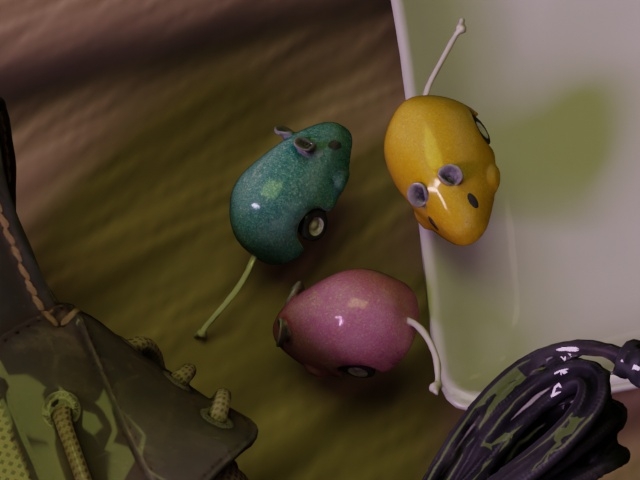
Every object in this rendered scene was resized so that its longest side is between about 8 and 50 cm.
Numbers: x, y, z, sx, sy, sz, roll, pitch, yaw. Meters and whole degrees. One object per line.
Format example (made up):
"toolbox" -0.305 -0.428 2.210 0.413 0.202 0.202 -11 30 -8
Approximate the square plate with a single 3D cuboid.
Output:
"square plate" 0.200 -0.093 0.696 0.344 0.049 0.347 -9 53 5

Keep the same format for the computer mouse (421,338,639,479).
"computer mouse" 0.095 0.132 0.415 0.184 0.060 0.262 -46 40 -11

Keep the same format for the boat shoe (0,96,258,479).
"boat shoe" -0.084 0.100 0.575 0.130 0.132 0.355 -9 61 -8

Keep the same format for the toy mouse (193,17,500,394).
"toy mouse" 0.000 0.000 0.640 0.143 0.031 0.161 -27 50 23
